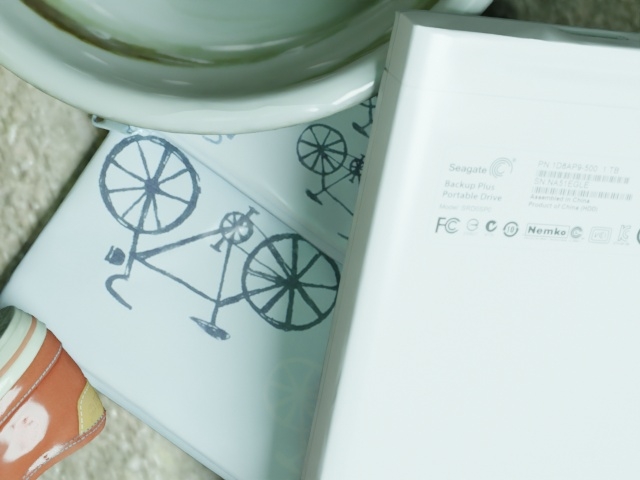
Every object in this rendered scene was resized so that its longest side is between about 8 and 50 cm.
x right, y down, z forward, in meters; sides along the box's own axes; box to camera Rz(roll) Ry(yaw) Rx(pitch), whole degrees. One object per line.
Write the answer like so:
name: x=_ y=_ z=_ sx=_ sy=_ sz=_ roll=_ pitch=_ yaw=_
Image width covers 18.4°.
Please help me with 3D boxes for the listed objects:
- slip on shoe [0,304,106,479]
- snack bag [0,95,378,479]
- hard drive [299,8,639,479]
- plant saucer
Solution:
slip on shoe: x=-0.258 y=0.191 z=1.210 sx=0.101 sy=0.123 sz=0.331 roll=41 pitch=93 yaw=-17
snack bag: x=0.000 y=0.000 z=1.232 sx=0.323 sy=0.037 sz=0.342 roll=36 pitch=93 yaw=-2
hard drive: x=0.120 y=0.050 z=1.147 sx=0.233 sy=0.047 sz=0.353 roll=3 pitch=111 yaw=-21
plant saucer: x=-0.055 y=-0.251 z=1.162 sx=0.400 sy=0.100 sz=0.400 roll=-1 pitch=82 yaw=5
